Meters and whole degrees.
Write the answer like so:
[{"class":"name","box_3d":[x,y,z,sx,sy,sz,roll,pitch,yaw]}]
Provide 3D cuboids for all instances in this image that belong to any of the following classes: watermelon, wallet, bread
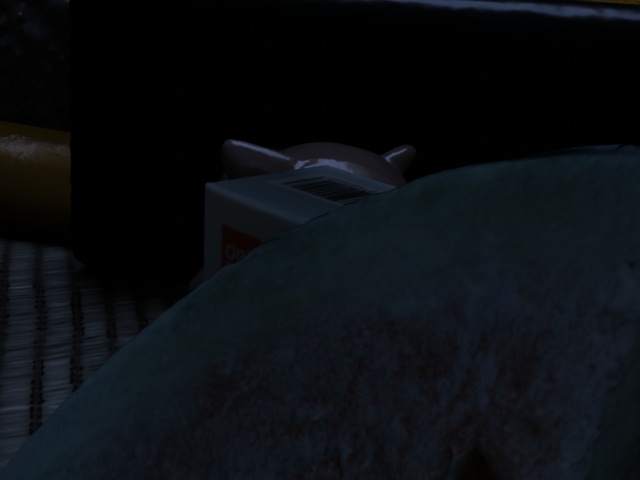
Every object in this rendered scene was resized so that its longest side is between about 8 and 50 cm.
[{"class":"watermelon","box_3d":[0.064,0.102,0.394,0.319,0.289,0.214,17,45,-3]},{"class":"wallet","box_3d":[0.050,-0.061,0.938,0.406,0.228,0.062,4,42,-5]},{"class":"bread","box_3d":[-0.211,-0.046,1.072,0.239,0.074,0.092,8,10,11]}]

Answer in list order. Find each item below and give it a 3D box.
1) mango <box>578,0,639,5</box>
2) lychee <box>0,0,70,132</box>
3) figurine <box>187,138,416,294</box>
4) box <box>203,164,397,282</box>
[{"class":"mango","box_3d":[0.162,-0.140,1.289,0.350,0.201,0.199,24,44,-17]},{"class":"lychee","box_3d":[-0.200,-0.213,1.275,0.300,0.300,0.300,4,15,-1]},{"class":"figurine","box_3d":[0.000,0.000,0.863,0.138,0.125,0.125,11,15,-4]},{"class":"box","box_3d":[0.057,0.062,0.641,0.079,0.135,0.269,-13,22,-39]}]
